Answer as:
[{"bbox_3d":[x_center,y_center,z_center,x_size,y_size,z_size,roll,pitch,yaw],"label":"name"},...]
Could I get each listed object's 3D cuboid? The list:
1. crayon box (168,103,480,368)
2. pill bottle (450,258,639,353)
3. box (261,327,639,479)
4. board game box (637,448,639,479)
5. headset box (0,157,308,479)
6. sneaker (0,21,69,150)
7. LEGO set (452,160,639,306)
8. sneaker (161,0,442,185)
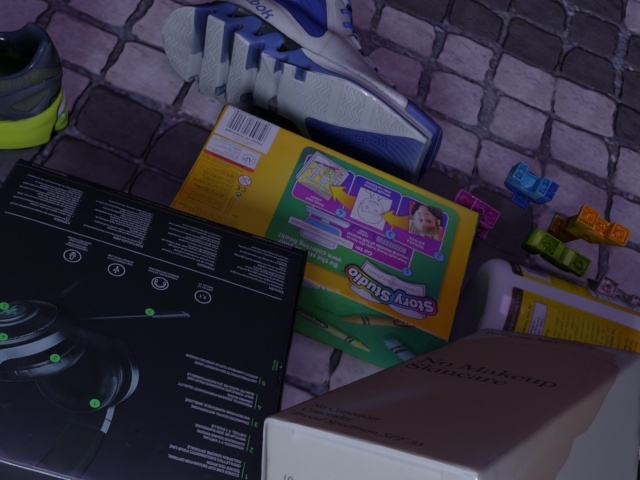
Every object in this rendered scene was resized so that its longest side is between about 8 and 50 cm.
[{"bbox_3d":[0.000,0.000,0.854,0.279,0.081,0.165,24,50,-2],"label":"crayon box"},{"bbox_3d":[0.238,0.102,0.842,0.215,0.117,0.117,19,51,-6],"label":"pill bottle"},{"bbox_3d":[0.108,0.153,0.621,0.148,0.121,0.311,6,9,33],"label":"box"},{"bbox_3d":[0.347,0.211,0.766,0.048,0.170,0.141,-7,59,-26],"label":"board game box"},{"bbox_3d":[-0.156,0.104,0.654,0.247,0.131,0.283,17,40,-9],"label":"headset box"},{"bbox_3d":[-0.374,-0.146,0.801,0.300,0.121,0.111,-12,59,-27],"label":"sneaker"},{"bbox_3d":[0.242,-0.007,0.953,0.227,0.093,0.087,32,79,-4],"label":"LEGO set"},{"bbox_3d":[0.008,-0.201,0.979,0.316,0.127,0.182,32,52,7],"label":"sneaker"}]
